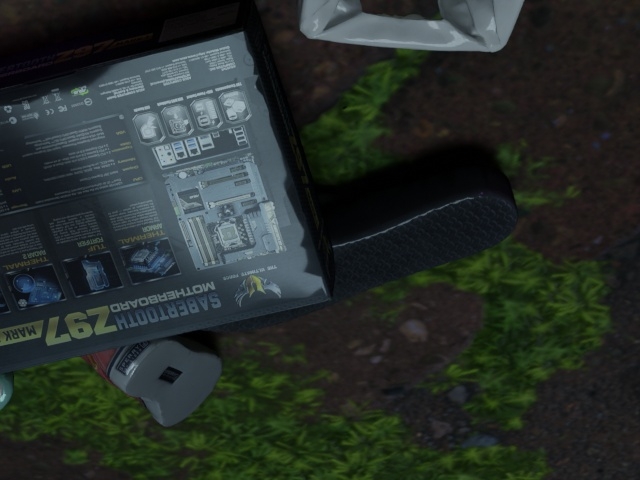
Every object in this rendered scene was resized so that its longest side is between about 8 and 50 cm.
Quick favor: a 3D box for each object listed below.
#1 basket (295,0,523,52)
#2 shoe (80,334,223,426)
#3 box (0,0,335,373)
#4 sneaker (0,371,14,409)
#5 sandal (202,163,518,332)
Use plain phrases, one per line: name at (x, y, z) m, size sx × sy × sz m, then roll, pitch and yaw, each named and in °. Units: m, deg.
basket at (0.052, -0.188, 0.846) m, size 0.113 × 0.103 × 0.167 m, roll 3°, pitch 140°, yaw -11°
shoe at (-0.126, 0.073, 1.176) m, size 0.063 × 0.081 × 0.178 m, roll -49°, pitch 162°, yaw -4°
box at (-0.125, -0.027, 1.009) m, size 0.232 × 0.059 × 0.183 m, roll -13°, pitch 117°, yaw 10°
sneaker at (-0.271, 0.115, 1.226) m, size 0.069 × 0.038 × 0.098 m, roll 24°, pitch 123°, yaw -29°
sandal at (0.001, 0.000, 1.113) m, size 0.254 × 0.054 × 0.097 m, roll -15°, pitch 149°, yaw 4°
